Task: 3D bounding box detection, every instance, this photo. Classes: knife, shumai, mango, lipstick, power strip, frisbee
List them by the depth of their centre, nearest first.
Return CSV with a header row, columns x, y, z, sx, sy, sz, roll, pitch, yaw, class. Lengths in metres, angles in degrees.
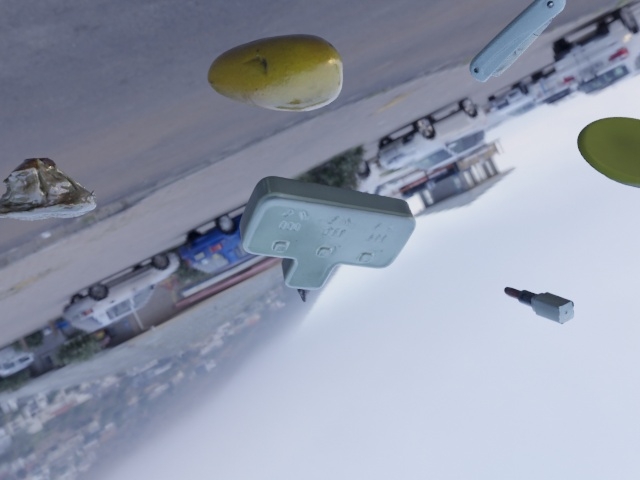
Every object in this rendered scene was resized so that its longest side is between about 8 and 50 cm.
x,y,z,sx,sy,sz,roll,pitch,yaw,class
0.270,0.076,0.944,0.025,0.025,0.107,-21,-160,-24,lipstick
-0.063,-0.224,0.997,0.195,0.098,0.137,5,-156,19,mango
0.267,-0.275,1.018,0.162,0.044,0.023,-42,-178,38,knife
0.000,0.001,1.181,0.264,0.059,0.194,8,134,-23,power strip
-0.543,-0.101,1.458,0.201,0.120,0.201,-6,-178,0,shumai
0.646,-0.186,1.534,0.236,0.236,0.017,-26,142,-26,frisbee

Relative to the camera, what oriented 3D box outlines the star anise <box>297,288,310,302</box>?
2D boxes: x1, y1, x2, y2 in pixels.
x,y,z,sx,sy,sz,roll,pitch,yaw,class
-0.025,0.036,1.568,0.065,0.182,0.195,7,-170,-1,star anise
